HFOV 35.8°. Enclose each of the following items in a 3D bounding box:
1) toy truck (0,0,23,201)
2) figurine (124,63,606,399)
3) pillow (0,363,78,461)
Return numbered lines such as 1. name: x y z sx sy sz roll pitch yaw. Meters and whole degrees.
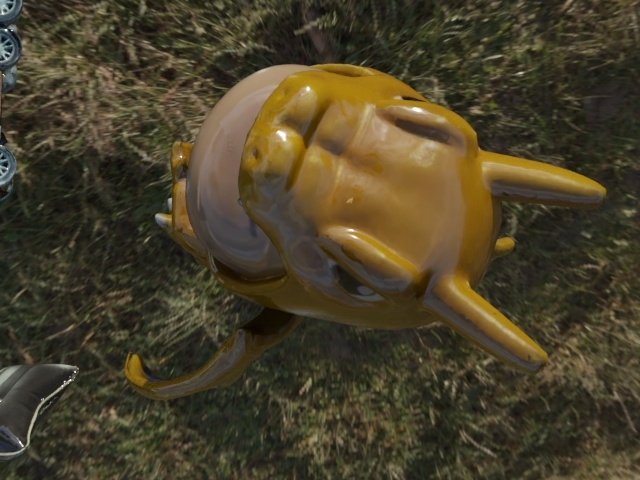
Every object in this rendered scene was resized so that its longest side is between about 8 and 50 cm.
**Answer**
1. toy truck: -0.462 -0.165 1.199 0.184 0.133 0.338 2 82 -19
2. figurine: 0.030 -0.018 0.877 0.401 0.387 0.268 -9 91 -23
3. pillow: -0.296 0.163 0.943 0.091 0.135 0.055 -31 107 27
